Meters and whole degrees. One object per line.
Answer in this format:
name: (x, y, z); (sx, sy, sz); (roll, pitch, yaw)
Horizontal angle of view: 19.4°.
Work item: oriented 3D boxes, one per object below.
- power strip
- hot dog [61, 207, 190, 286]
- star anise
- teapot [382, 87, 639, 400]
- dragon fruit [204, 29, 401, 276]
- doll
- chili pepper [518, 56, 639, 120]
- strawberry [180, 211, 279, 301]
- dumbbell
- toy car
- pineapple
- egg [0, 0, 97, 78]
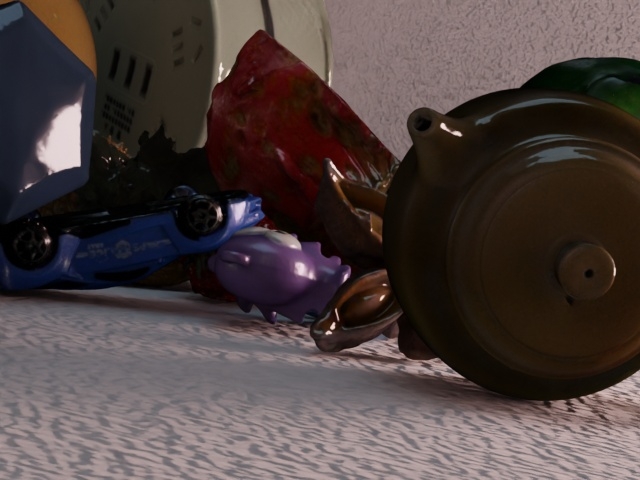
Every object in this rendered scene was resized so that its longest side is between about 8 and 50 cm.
power strip: (-0.144, -0.185, 2.048); (0.161, 0.357, 0.357); (6, 4, -37)
hot dog: (-0.144, 0.002, 1.511); (0.147, 0.065, 0.099); (-7, 10, -25)
star anise: (0.043, 0.029, 1.319); (0.218, 0.148, 0.227); (-30, -9, -24)
teapot: (0.144, 0.014, 1.098); (0.268, 0.185, 0.175); (42, 4, -10)
dragon fruit: (0.015, -0.026, 1.488); (0.262, 0.134, 0.211); (46, -8, -24)
doll: (-0.015, 0.031, 1.339); (0.110, 0.067, 0.206); (7, -9, 28)
chili pepper: (0.240, -0.023, 1.505); (0.249, 0.233, 0.257); (22, -8, -20)
strawberry: (-0.067, 0.008, 1.451); (0.083, 0.083, 0.096); (10, 5, 35)
dumbbell: (-0.308, -0.081, 1.375); (0.316, 0.143, 0.156); (-4, -41, 45)
toy car: (-0.147, 0.001, 1.354); (0.216, 0.063, 0.103); (-8, 8, -11)
pineapple: (-0.183, -0.040, 1.692); (0.119, 0.130, 0.277); (3, 1, -30)
egg: (-0.380, -0.173, 1.907); (0.301, 0.301, 0.374); (6, 12, -8)
